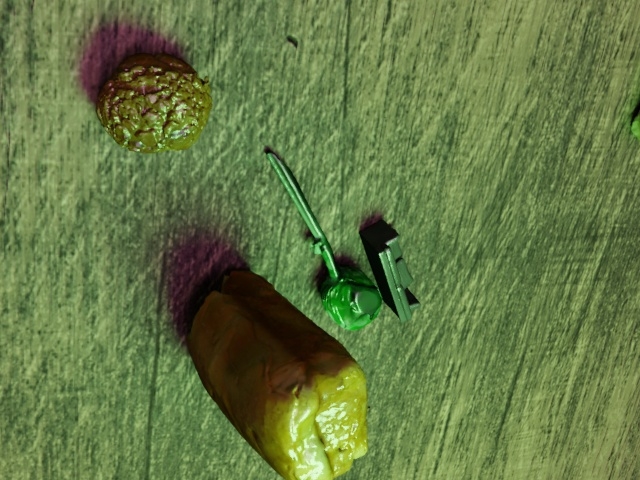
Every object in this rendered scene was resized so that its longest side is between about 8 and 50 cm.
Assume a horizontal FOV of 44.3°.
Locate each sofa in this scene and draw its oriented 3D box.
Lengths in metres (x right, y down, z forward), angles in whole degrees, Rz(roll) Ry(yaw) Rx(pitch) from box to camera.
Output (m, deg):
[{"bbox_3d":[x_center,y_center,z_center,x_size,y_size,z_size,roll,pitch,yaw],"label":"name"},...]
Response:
[{"bbox_3d":[0.121,0.047,1.245,0.060,0.085,0.147,-25,121,-8],"label":"sofa"}]

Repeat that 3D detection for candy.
[{"bbox_3d":[-0.002,0.000,1.184,0.097,0.097,0.323,-31,114,-8],"label":"candy"}]

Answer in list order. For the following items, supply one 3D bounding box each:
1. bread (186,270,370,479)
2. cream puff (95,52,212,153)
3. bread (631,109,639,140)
[{"bbox_3d":[-0.075,0.184,1.073,0.149,0.344,0.195,-17,118,-27],"label":"bread"},{"bbox_3d":[-0.206,-0.167,0.983,0.144,0.103,0.126,1,115,-19],"label":"cream puff"},{"bbox_3d":[0.719,-0.241,1.286,0.325,0.167,0.277,16,108,-9],"label":"bread"}]
